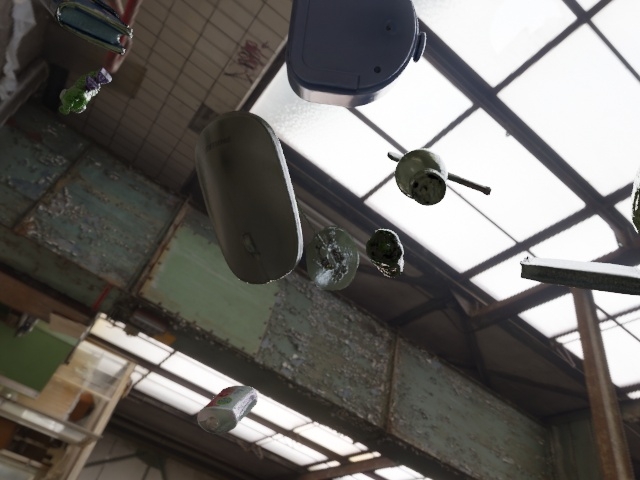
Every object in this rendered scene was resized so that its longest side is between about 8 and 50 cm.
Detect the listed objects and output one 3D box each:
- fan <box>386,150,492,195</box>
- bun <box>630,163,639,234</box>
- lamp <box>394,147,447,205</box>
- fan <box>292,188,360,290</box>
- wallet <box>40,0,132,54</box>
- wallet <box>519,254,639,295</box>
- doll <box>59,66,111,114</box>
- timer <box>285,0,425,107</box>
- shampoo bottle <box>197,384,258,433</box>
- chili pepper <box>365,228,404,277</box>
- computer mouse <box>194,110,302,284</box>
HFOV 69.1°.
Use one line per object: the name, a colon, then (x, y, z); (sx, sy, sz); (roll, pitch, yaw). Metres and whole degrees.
fan: (0.292, -0.162, 1.133); (0.057, 0.282, 0.023); (-83, -167, -66)
bun: (0.420, -0.089, 0.504); (0.221, 0.108, 0.221); (-59, 171, -15)
lamp: (0.198, -0.116, 0.890); (0.106, 0.106, 0.193); (-50, -171, 18)
fan: (0.001, 0.000, 1.602); (0.233, 0.415, 0.012); (-47, -155, -26)
wallet: (-0.429, -0.414, 0.813); (0.202, 0.141, 0.059); (45, -72, 27)
wallet: (0.397, 0.052, 0.705); (0.167, 0.222, 0.036); (8, -85, 27)
doll: (-0.490, -0.311, 0.960); (0.115, 0.050, 0.190); (-27, -145, 13)
timer: (0.097, -0.557, 1.285); (0.395, 0.395, 0.173); (-58, -179, -5)
shampoo bottle: (-0.154, 0.277, 0.760); (0.072, 0.043, 0.099); (-7, -175, 18)
chili pepper: (0.189, 0.035, 1.355); (0.099, 0.136, 0.270); (-21, 168, 7)
computer mouse: (-0.143, -0.080, 0.871); (0.197, 0.331, 0.095); (-21, 174, 30)
